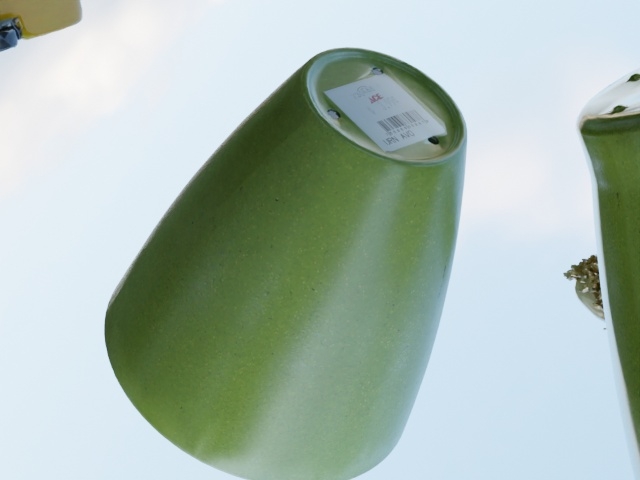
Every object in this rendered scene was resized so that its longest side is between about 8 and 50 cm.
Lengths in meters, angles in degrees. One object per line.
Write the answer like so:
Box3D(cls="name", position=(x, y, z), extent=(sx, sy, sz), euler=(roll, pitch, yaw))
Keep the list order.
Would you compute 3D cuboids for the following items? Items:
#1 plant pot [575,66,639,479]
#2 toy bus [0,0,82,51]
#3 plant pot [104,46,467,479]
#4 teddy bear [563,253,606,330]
Box3D(cls="plant pot", position=(0.342, 0.033, 1.179), extent=(0.366, 0.353, 0.366), euler=(-22, -168, 5))
Box3D(cls="toy bus", position=(-0.347, -0.189, 1.373), extent=(0.333, 0.108, 0.130), euler=(-22, -160, -38))
Box3D(cls="plant pot", position=(0.000, 0.000, 1.393), extent=(0.275, 0.275, 0.293), euler=(-79, -167, -51))
Box3D(cls="teddy bear", position=(0.393, 0.075, 1.632), extent=(0.338, 0.245, 0.113), euler=(2, -121, 53))
